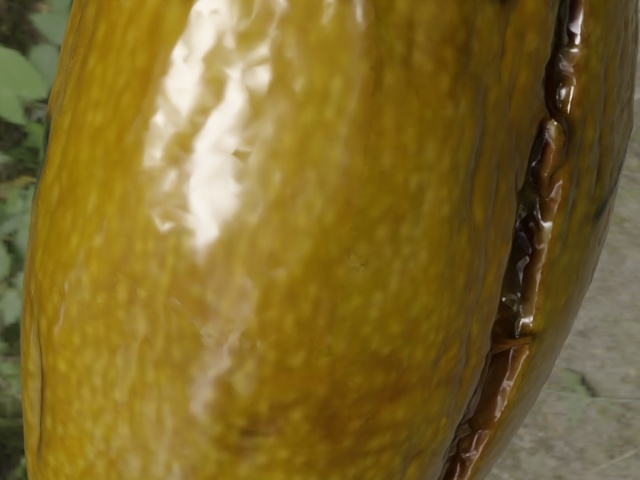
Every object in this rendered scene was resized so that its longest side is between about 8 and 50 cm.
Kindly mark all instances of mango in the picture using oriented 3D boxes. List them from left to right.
[{"bbox_3d":[0.005,0.000,0.396,0.120,0.177,0.294,16,110,27],"label":"mango"}]
